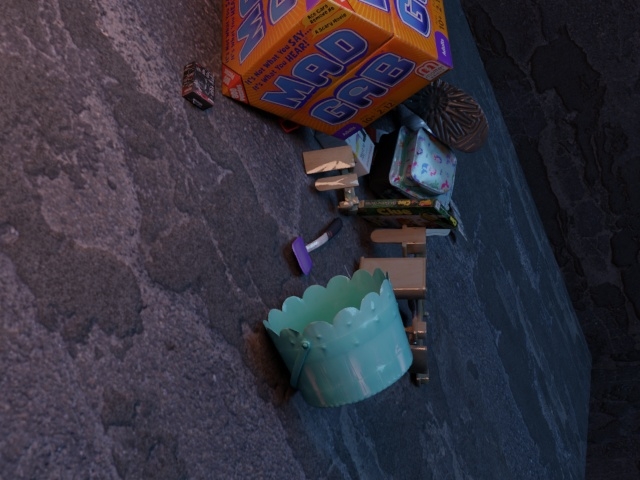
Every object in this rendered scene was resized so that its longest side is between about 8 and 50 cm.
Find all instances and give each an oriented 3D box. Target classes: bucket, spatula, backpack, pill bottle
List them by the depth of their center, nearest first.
[{"bbox_3d":[0.041,0.192,1.282,0.281,0.281,0.183,-37,108,-58],"label":"bucket"},{"bbox_3d":[0.000,0.000,1.537,0.296,0.030,0.084,-41,111,-58],"label":"spatula"},{"bbox_3d":[0.290,-0.199,1.894,0.253,0.191,0.225,31,63,-35],"label":"backpack"},{"bbox_3d":[0.345,-0.316,2.171,0.124,0.124,0.222,-18,90,-60],"label":"pill bottle"}]

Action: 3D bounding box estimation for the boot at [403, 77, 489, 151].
[{"bbox_3d":[0.373,-0.422,2.006,0.367,0.146,0.445,42,15,4],"label":"boot"}]

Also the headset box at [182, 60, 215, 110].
[{"bbox_3d":[-0.244,-0.307,1.289,0.062,0.032,0.083,29,53,-49],"label":"headset box"}]

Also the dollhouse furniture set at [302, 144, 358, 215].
[{"bbox_3d":[0.026,-0.144,1.656,0.151,0.123,0.144,98,-17,-77],"label":"dollhouse furniture set"}]

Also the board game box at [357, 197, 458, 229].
[{"bbox_3d":[0.222,-0.070,1.718,0.136,0.259,0.030,39,62,-44],"label":"board game box"}]

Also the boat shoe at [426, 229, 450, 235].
[{"bbox_3d":[0.325,-0.061,2.049,0.254,0.079,0.095,1,90,-50],"label":"boat shoe"}]

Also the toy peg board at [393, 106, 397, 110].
[{"bbox_3d":[0.183,-0.508,2.069,0.160,0.079,0.161,21,58,-72],"label":"toy peg board"}]

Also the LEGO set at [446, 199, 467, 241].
[{"bbox_3d":[0.455,-0.117,2.354,0.244,0.060,0.183,46,28,-40],"label":"LEGO set"}]

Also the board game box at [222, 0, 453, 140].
[{"bbox_3d":[0.024,-0.498,1.422,0.356,0.356,0.357,14,62,-37],"label":"board game box"}]

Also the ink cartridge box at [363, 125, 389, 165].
[{"bbox_3d":[0.187,-0.284,1.977,0.179,0.045,0.146,41,42,-46],"label":"ink cartridge box"}]

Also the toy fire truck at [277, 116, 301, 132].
[{"bbox_3d":[-0.087,-0.373,1.565,0.192,0.047,0.135,60,36,-16],"label":"toy fire truck"}]

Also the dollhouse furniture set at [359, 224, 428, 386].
[{"bbox_3d":[0.209,0.184,1.772,0.356,0.173,0.303,77,17,-49],"label":"dollhouse furniture set"}]

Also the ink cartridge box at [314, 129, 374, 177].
[{"bbox_3d":[0.070,-0.271,1.746,0.175,0.072,0.128,50,37,-33],"label":"ink cartridge box"}]
